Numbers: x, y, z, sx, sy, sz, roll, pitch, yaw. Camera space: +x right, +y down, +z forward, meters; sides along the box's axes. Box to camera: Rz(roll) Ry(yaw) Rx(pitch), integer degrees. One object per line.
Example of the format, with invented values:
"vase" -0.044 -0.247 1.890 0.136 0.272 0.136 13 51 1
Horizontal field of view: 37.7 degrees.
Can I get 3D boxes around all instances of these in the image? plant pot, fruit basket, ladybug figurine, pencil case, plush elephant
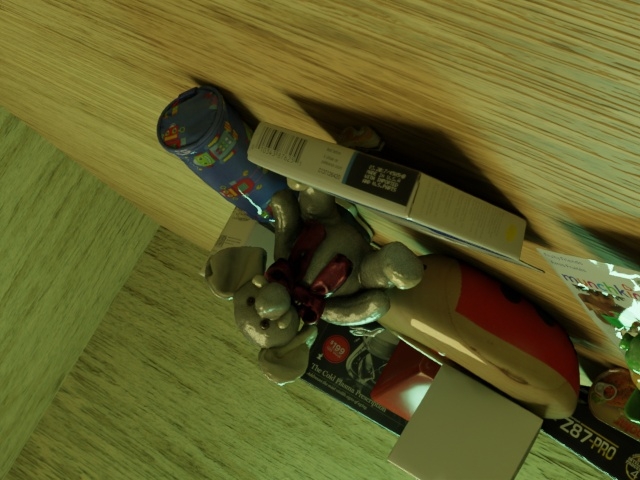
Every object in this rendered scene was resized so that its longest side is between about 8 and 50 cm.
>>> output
"plant pot" 0.302 0.274 2.029 0.267 0.267 0.235 30 159 3
"fruit basket" 0.440 0.152 1.076 0.353 0.165 0.327 40 168 -33
"ladybug figurine" 0.290 0.165 1.659 0.449 0.161 0.305 33 172 -18
"pencil case" -0.143 -0.138 1.528 0.119 0.133 0.306 -21 151 16
"plush elephant" -0.040 0.072 1.521 0.272 0.255 0.330 47 158 8

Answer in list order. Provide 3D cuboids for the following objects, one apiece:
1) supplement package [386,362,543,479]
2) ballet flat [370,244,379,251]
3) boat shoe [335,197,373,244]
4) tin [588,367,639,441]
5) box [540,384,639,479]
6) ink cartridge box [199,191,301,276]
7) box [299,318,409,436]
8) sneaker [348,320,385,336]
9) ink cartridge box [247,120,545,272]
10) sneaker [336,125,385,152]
"supplement package" 0.268 0.369 1.696 0.199 0.198 0.262 29 173 18
"ballet flat" 0.077 0.051 1.886 0.349 0.123 0.123 31 172 17
"boat shoe" 0.037 -0.020 1.745 0.084 0.079 0.233 26 172 22
"tin" 0.567 0.300 1.676 0.040 0.106 0.190 37 174 -39
"box" 0.621 0.411 1.833 0.395 0.097 0.318 32 -172 39
"ink cartridge box" -0.111 -0.012 1.749 0.100 0.237 0.172 31 172 -22
"box" 0.131 0.273 2.341 0.343 0.312 0.179 32 171 -16
"sneaker" 0.078 0.125 2.172 0.226 0.163 0.086 29 173 20
"ink cartridge box" 0.109 -0.057 1.241 0.307 0.072 0.304 16 -176 -45
"sneaker" 0.051 -0.126 1.209 0.037 0.031 0.083 35 171 -27
